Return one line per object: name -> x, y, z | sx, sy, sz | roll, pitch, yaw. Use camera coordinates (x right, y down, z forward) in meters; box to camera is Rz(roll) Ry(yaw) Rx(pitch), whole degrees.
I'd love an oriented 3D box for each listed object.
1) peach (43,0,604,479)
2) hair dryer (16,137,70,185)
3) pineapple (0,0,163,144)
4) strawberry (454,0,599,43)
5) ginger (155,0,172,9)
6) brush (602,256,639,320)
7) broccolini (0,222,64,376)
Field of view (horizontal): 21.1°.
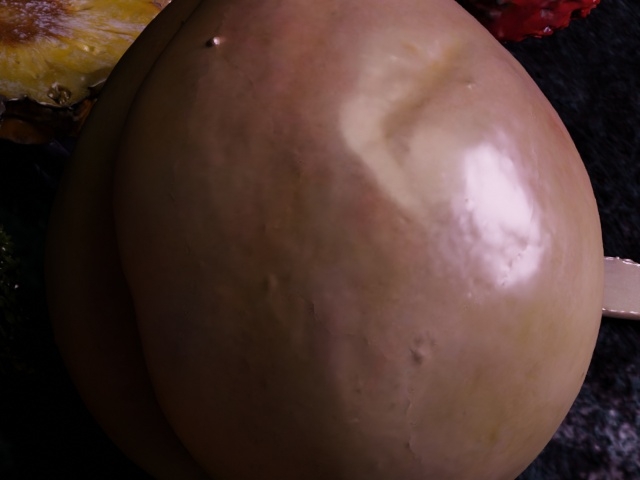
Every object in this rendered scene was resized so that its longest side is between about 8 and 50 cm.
peach -> -0.001, 0.000, 0.832 | 0.247, 0.292, 0.292 | 8, 51, -27
hair dryer -> -0.144, -0.047, 0.969 | 0.114, 0.063, 0.037 | 42, 33, 20
pineapple -> -0.176, -0.113, 0.962 | 0.221, 0.047, 0.221 | 10, 35, -7
strawberry -> 0.160, -0.257, 1.337 | 0.187, 0.184, 0.201 | 36, 31, 10
ginger -> -0.076, -0.161, 1.131 | 0.176, 0.052, 0.193 | 46, 37, 10
brush -> 0.307, 0.051, 1.258 | 0.336, 0.020, 0.085 | 11, 59, -19
broccolini -> -0.175, 0.057, 0.786 | 0.123, 0.062, 0.271 | 32, 17, -15
